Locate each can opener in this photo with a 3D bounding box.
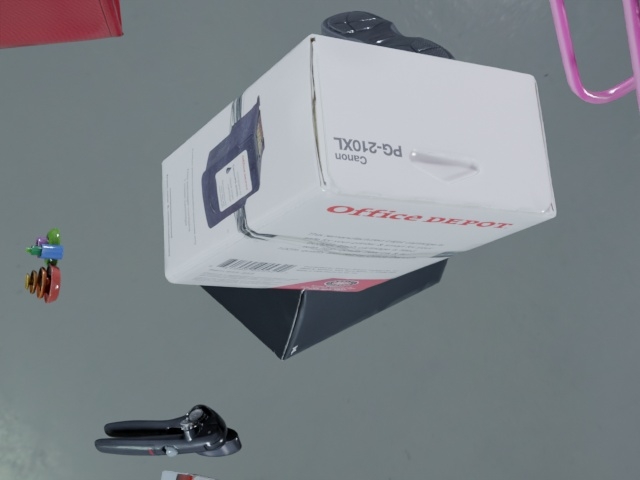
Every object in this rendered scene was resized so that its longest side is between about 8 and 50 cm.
[{"bbox_3d":[-0.187,0.234,1.206,0.186,0.059,0.073,-6,116,20],"label":"can opener"}]

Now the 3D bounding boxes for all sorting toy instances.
[{"bbox_3d":[-0.334,0.025,1.226,0.042,0.102,0.061,6,140,-24],"label":"sorting toy"}]

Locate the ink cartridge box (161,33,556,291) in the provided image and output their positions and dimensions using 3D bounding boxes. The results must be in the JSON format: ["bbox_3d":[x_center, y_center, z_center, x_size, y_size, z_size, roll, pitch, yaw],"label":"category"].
[{"bbox_3d":[0.014,-0.038,0.696,0.172,0.237,0.100,4,74,-29],"label":"ink cartridge box"}]

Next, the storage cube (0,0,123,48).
[{"bbox_3d":[-0.207,-0.202,0.486,0.193,0.215,0.184,-7,84,-6],"label":"storage cube"}]

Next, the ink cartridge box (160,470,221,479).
[{"bbox_3d":[-0.173,0.460,1.301,0.130,0.272,0.309,19,73,-14],"label":"ink cartridge box"}]

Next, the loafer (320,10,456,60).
[{"bbox_3d":[0.093,-0.211,1.320,0.109,0.302,0.095,-18,124,-16],"label":"loafer"}]

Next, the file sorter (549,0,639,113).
[{"bbox_3d":[0.256,-0.103,0.465,0.182,0.291,0.202,-33,134,-5],"label":"file sorter"}]

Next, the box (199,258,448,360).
[{"bbox_3d":[0.000,0.000,1.124,0.184,0.261,0.103,40,131,27],"label":"box"}]
